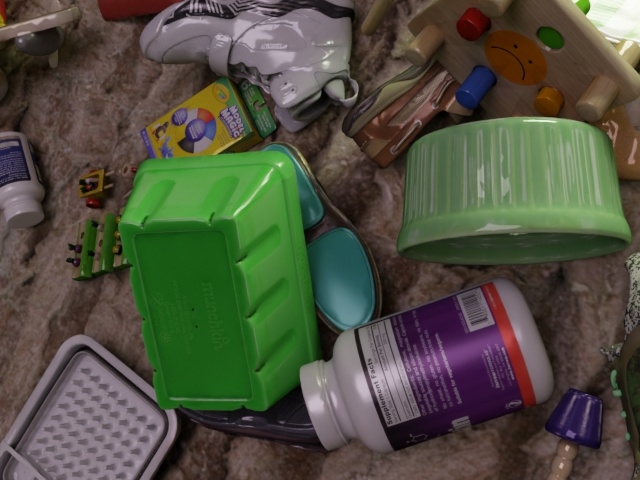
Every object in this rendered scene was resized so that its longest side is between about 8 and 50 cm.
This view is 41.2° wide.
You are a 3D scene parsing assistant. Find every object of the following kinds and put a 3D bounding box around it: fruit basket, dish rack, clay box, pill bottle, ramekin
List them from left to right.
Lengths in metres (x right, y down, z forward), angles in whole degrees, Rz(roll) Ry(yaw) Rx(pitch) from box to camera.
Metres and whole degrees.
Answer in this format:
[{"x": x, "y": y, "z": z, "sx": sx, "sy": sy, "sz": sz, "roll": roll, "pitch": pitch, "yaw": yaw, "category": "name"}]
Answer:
[{"x": -0.577, "y": -0.112, "z": 1.609, "sx": 0.094, "sy": 0.094, "sz": 0.169, "roll": -27, "pitch": 70, "yaw": 15, "category": "pill bottle"}, {"x": -0.395, "y": 0.359, "z": 1.451, "sx": 0.285, "sy": 0.072, "sz": 0.333, "roll": 33, "pitch": 93, "yaw": 25, "category": "dish rack"}, {"x": -0.198, "y": -0.192, "z": 1.491, "sx": 0.222, "sy": 0.053, "sz": 0.127, "roll": -31, "pitch": 69, "yaw": 14, "category": "clay box"}, {"x": -0.146, "y": 0.040, "z": 1.294, "sx": 0.283, "sy": 0.392, "sz": 0.392, "roll": -2, "pitch": 78, "yaw": 15, "category": "fruit basket"}, {"x": 0.143, "y": 0.182, "z": 1.178, "sx": 0.323, "sy": 0.181, "sz": 0.181, "roll": -20, "pitch": 72, "yaw": 6, "category": "pill bottle"}, {"x": 0.252, "y": -0.059, "z": 1.139, "sx": 0.303, "sy": 0.303, "sz": 0.148, "roll": -4, "pitch": 80, "yaw": 22, "category": "ramekin"}]

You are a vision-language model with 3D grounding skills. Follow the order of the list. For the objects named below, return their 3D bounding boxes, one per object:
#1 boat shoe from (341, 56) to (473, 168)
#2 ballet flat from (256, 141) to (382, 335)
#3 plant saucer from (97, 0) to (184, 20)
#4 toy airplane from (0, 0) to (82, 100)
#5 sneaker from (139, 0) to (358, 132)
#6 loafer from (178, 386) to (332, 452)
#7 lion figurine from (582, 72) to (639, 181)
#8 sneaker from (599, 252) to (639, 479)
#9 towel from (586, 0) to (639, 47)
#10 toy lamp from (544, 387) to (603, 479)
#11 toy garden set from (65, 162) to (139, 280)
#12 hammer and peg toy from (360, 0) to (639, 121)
[{"x": 0.188, "y": -0.234, "z": 1.317, "sx": 0.324, "sy": 0.122, "sz": 0.120, "roll": -37, "pitch": 90, "yaw": 5, "category": "boat shoe"}, {"x": 0.000, "y": 0.000, "z": 1.339, "sx": 0.123, "sy": 0.123, "sz": 0.348, "roll": -34, "pitch": 72, "yaw": 13, "category": "ballet flat"}, {"x": -0.318, "y": -0.545, "z": 1.571, "sx": 0.259, "sy": 0.048, "sz": 0.258, "roll": 7, "pitch": 82, "yaw": 43, "category": "plant saucer"}, {"x": -0.683, "y": -0.361, "z": 1.609, "sx": 0.386, "sy": 0.272, "sz": 0.384, "roll": 24, "pitch": 57, "yaw": 38, "category": "toy airplane"}, {"x": -0.113, "y": -0.290, "z": 1.400, "sx": 0.366, "sy": 0.137, "sz": 0.210, "roll": -9, "pitch": 77, "yaw": 2, "category": "sneaker"}, {"x": -0.110, "y": 0.275, "z": 1.341, "sx": 0.302, "sy": 0.095, "sz": 0.109, "roll": 8, "pitch": 44, "yaw": 26, "category": "loafer"}, {"x": 0.486, "y": -0.121, "z": 1.169, "sx": 0.392, "sy": 0.142, "sz": 0.240, "roll": 25, "pitch": 97, "yaw": 39, "category": "lion figurine"}, {"x": 0.450, "y": 0.196, "z": 1.124, "sx": 0.182, "sy": 0.158, "sz": 0.410, "roll": -160, "pitch": 78, "yaw": -65, "category": "sneaker"}, {"x": 0.401, "y": -0.362, "z": 1.223, "sx": 0.325, "sy": 0.038, "sz": 0.248, "roll": 23, "pitch": 55, "yaw": 27, "category": "towel"}, {"x": 0.319, "y": 0.338, "z": 1.160, "sx": 0.080, "sy": 0.080, "sz": 0.275, "roll": 20, "pitch": 89, "yaw": 25, "category": "toy lamp"}, {"x": -0.365, "y": -0.049, "z": 1.485, "sx": 0.244, "sy": 0.049, "sz": 0.204, "roll": -15, "pitch": 65, "yaw": 42, "category": "toy garden set"}, {"x": 0.226, "y": -0.287, "z": 1.138, "sx": 0.361, "sy": 0.266, "sz": 0.127, "roll": 43, "pitch": 68, "yaw": -11, "category": "hammer and peg toy"}]
